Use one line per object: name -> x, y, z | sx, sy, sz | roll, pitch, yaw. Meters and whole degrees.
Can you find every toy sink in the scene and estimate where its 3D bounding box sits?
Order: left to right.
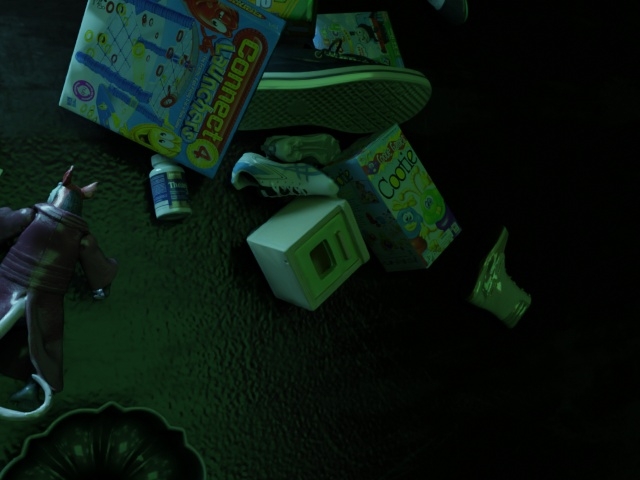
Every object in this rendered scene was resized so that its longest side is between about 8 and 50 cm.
toy sink -> 0.000, 0.000, 1.210 | 0.234, 0.131, 0.152 | -41, 125, -29

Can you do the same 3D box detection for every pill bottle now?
pill bottle -> -0.287, -0.103, 1.157 | 0.067, 0.067, 0.120 | -8, 82, -28

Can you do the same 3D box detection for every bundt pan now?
bundt pan -> -0.349, 0.425, 0.970 | 0.331, 0.124, 0.330 | 7, 75, -25

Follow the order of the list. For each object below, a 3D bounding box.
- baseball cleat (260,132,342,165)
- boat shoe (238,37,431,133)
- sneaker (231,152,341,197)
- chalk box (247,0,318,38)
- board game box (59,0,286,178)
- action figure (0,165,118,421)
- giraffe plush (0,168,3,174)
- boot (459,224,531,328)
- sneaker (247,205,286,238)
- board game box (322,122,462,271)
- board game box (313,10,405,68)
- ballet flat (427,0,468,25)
baseball cleat -> -0.044, -0.201, 1.300 | 0.206, 0.109, 0.072 | -4, 106, -55
boat shoe -> 0.001, -0.329, 1.276 | 0.500, 0.187, 0.156 | -4, 60, -18
sneaker -> -0.070, -0.114, 1.202 | 0.086, 0.237, 0.085 | -68, 152, -16
chalk box -> -0.087, -0.541, 1.125 | 0.180, 0.179, 0.288 | 4, 98, 0
board game box -> -0.261, -0.309, 1.069 | 0.302, 0.308, 0.086 | 25, 31, -10
action figure -> -0.454, 0.052, 0.937 | 0.248, 0.276, 0.370 | 21, 83, -14
giraffe plush -> -0.612, -0.166, 0.951 | 0.210, 0.170, 0.181 | 12, 73, -24
boot -> 0.441, 0.087, 1.470 | 0.165, 0.077, 0.213 | 33, 71, -16
sneaker -> -0.081, -0.025, 1.257 | 0.152, 0.054, 0.061 | -40, 113, -26
board game box -> 0.152, -0.086, 1.308 | 0.142, 0.144, 0.275 | -43, 107, -28
board game box -> 0.088, -0.459, 1.444 | 0.212, 0.039, 0.160 | -15, 85, -28
ballet flat -> 0.302, -0.676, 1.580 | 0.096, 0.095, 0.280 | -3, 69, -17
